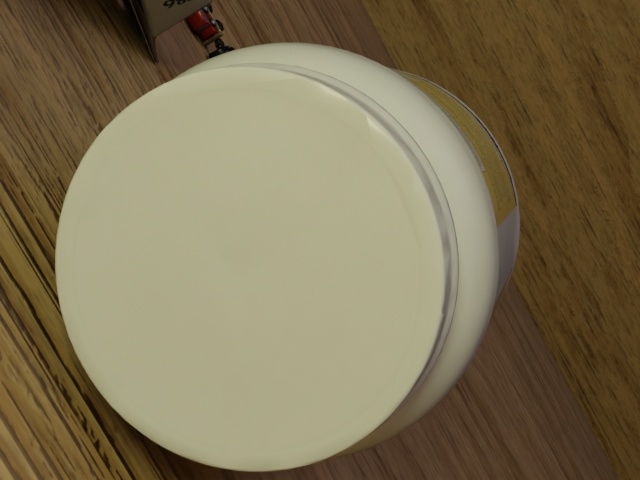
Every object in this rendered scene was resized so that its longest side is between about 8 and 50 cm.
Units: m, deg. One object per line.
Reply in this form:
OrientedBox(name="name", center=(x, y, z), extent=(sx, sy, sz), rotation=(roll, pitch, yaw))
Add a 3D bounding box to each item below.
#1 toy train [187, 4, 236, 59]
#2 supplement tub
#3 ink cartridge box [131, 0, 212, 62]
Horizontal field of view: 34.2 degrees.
OrientedBox(name="toy train", center=(-0.123, -0.228, 1.069), extent=(0.158, 0.027, 0.036), rotation=(61, 26, -8))
OrientedBox(name="supplement tub", center=(0.000, 0.000, 0.669), extent=(0.241, 0.241, 0.331), rotation=(63, 15, 2))
OrientedBox(name="ink cartridge box", center=(-0.145, -0.286, 0.786), extent=(0.333, 0.065, 0.165), rotation=(97, -29, -73))
